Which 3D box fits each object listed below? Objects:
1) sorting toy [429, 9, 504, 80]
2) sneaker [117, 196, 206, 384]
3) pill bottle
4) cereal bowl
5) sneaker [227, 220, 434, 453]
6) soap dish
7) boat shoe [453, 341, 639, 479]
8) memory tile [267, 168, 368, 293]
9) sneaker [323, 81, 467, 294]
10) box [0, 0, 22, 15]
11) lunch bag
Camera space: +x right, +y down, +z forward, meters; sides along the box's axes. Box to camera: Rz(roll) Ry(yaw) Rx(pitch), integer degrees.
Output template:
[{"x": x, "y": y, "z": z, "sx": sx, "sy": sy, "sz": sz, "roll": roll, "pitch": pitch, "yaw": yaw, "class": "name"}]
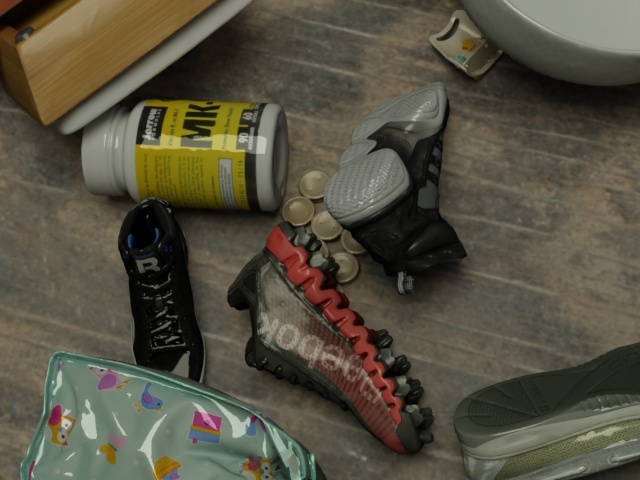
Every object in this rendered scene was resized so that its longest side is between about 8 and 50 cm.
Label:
[{"x": 0.165, "y": -0.227, "z": 1.705, "sx": 0.075, "sy": 0.045, "sz": 0.083, "roll": 37, "pitch": 75, "yaw": 27, "class": "sorting toy"}, {"x": -0.175, "y": 0.059, "z": 1.577, "sx": 0.079, "sy": 0.121, "sz": 0.217, "roll": -12, "pitch": 66, "yaw": 3, "class": "sneaker"}, {"x": -0.145, "y": -0.094, "z": 1.641, "sx": 0.208, "sy": 0.119, "sz": 0.119, "roll": 2, "pitch": 67, "yaw": 8, "class": "pill bottle"}, {"x": 0.285, "y": -0.302, "z": 1.644, "sx": 0.339, "sy": 0.141, "sz": 0.339, "roll": 5, "pitch": 60, "yaw": -9, "class": "cereal bowl"}, {"x": 0.002, "y": 0.119, "z": 1.546, "sx": 0.135, "sy": 0.097, "sz": 0.276, "roll": -38, "pitch": 75, "yaw": 5, "class": "sneaker"}, {"x": -0.227, "y": -0.252, "z": 1.666, "sx": 0.291, "sy": 0.118, "sz": 0.229, "roll": -38, "pitch": 25, "yaw": -8, "class": "soap dish"}, {"x": 0.293, "y": 0.179, "z": 1.485, "sx": 0.320, "sy": 0.103, "sz": 0.118, "roll": -13, "pitch": 26, "yaw": -2, "class": "boat shoe"}, {"x": 0.000, "y": 0.000, "z": 1.641, "sx": 0.113, "sy": 0.012, "sz": 0.148, "roll": 24, "pitch": 72, "yaw": 16, "class": "memory tile"}, {"x": 0.097, "y": -0.053, "z": 1.606, "sx": 0.101, "sy": 0.153, "sz": 0.268, "roll": -16, "pitch": 25, "yaw": 32, "class": "sneaker"}, {"x": -0.418, "y": -0.416, "z": 1.635, "sx": 0.215, "sy": 0.168, "sz": 0.345, "roll": -35, "pitch": 110, "yaw": 2, "class": "box"}, {"x": -0.124, "y": 0.215, "z": 1.448, "sx": 0.262, "sy": 0.223, "sz": 0.160, "roll": 10, "pitch": 74, "yaw": 9, "class": "lunch bag"}]
